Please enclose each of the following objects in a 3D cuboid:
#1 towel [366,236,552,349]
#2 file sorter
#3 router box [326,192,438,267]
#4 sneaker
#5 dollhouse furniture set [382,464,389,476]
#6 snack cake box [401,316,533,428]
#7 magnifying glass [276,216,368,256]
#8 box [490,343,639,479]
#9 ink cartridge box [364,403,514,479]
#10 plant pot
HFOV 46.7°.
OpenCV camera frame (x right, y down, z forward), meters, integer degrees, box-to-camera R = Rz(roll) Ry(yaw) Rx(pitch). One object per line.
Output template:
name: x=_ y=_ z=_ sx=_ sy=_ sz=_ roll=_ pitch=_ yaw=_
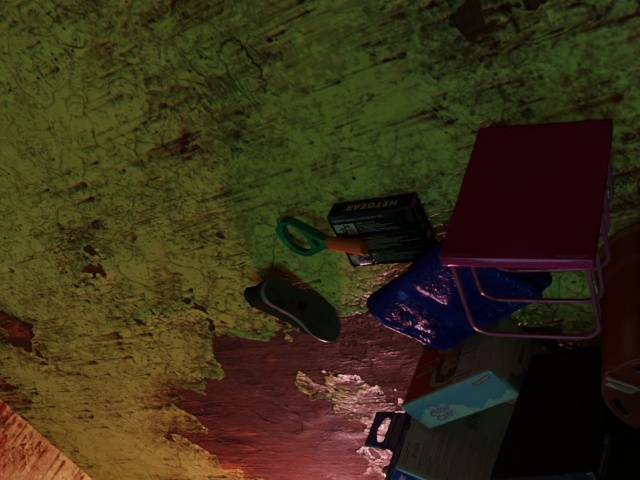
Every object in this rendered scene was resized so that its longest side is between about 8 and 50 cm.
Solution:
towel: x=0.254 y=0.108 z=1.399 sx=0.227 sy=0.076 sz=0.308 roll=21 pitch=142 yaw=-19
file sorter: x=0.327 y=-0.016 z=1.114 sx=0.202 sy=0.291 sz=0.182 roll=0 pitch=135 yaw=28
router box: x=0.118 y=-0.016 z=1.404 sx=0.179 sy=0.046 sz=0.133 roll=-6 pitch=129 yaw=32
sneaker: x=-0.061 y=0.153 z=1.662 sx=0.222 sy=0.083 sz=0.118 roll=38 pitch=157 yaw=-22
dollhouse furniture set: x=0.267 y=0.624 z=1.861 sx=0.242 sy=0.212 sz=0.161 roll=-25 pitch=123 yaw=12
snack cake box: x=0.299 y=0.274 z=1.523 sx=0.089 sy=0.152 sz=0.264 roll=39 pitch=138 yaw=-13
magnifying glass: x=0.000 y=0.000 z=1.452 sx=0.231 sy=0.026 sz=0.092 roll=11 pitch=139 yaw=46
box: x=0.483 y=0.413 z=1.326 sx=0.179 sy=0.343 sz=0.312 roll=-17 pitch=109 yaw=35
ink cartridge box: x=0.304 y=0.470 z=1.630 sx=0.395 sy=0.270 sz=0.151 roll=22 pitch=135 yaw=6
plant pot: x=0.561 y=0.148 z=1.173 sx=0.272 sy=0.265 sz=0.272 roll=15 pitch=137 yaw=14
